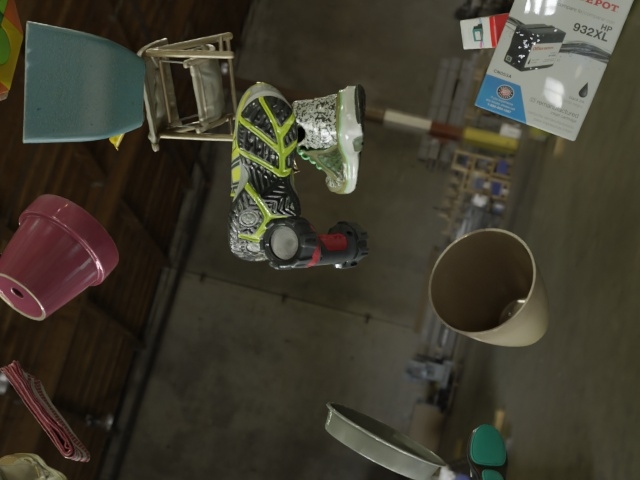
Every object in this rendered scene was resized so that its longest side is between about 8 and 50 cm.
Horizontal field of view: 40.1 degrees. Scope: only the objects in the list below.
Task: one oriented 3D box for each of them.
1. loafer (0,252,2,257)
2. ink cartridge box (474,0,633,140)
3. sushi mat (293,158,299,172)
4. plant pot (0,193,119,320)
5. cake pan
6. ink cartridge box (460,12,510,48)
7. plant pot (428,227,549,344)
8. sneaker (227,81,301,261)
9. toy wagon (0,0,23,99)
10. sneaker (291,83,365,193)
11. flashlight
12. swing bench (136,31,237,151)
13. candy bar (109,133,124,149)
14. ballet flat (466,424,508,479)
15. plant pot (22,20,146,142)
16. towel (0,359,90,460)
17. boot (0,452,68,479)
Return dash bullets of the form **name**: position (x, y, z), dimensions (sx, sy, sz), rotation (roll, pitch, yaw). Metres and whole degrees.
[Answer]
- **loafer**: position (-0.655, 0.002, 1.657), dimensions (0.148, 0.050, 0.056), rotation (55, -170, -39)
- **ink cartridge box**: position (0.480, -0.389, 1.820), dimensions (0.129, 0.223, 0.307), rotation (-35, -34, -74)
- **sushi mat**: position (-0.143, -0.216, 2.271), dimensions (0.316, 0.152, 0.019), rotation (-107, -4, -63)
- **plant pot**: position (-0.517, 0.044, 1.666), dimensions (0.180, 0.201, 0.201), rotation (-56, -17, -34)
- **cake pan**: position (0.134, 0.446, 1.935), dimensions (0.054, 0.293, 0.293), rotation (-64, -7, -3)
- **ink cartridge box**: position (0.460, -0.524, 2.178), dimensions (0.231, 0.134, 0.077), rotation (-150, 49, -69)
- **plant pot**: position (0.427, 0.145, 2.059), dimensions (0.274, 0.257, 0.256), rotation (39, -120, -48)
- **sneaker**: position (-0.107, -0.129, 1.727), dimensions (0.147, 0.145, 0.384), rotation (-100, 17, -55)
- **toy wagon**: position (-0.524, -0.322, 1.158), dimensions (0.344, 0.068, 0.267), rotation (55, -145, -59)
- **sneaker**: position (0.003, -0.229, 1.974), dimensions (0.410, 0.182, 0.158), rotation (94, 180, -69)
- **flashlight**: position (0.000, 0.000, 1.710), dimensions (0.103, 0.103, 0.304), rotation (-44, -17, 23)
- **swing bench**: position (-0.343, -0.395, 2.321), dimensions (0.165, 0.255, 0.253), rotation (-102, 7, -57)
- **candy bar**: position (-0.516, -0.299, 2.294), dimensions (0.018, 0.040, 0.161), rotation (-22, -19, -45)
- **ballet flat**: position (0.270, 0.387, 1.429), dimensions (0.203, 0.074, 0.074), rotation (-84, 4, -62)
- **plant pot**: position (-0.517, -0.331, 1.927), dimensions (0.247, 0.252, 0.247), rotation (-159, 72, -71)
- **towel**: position (-0.589, 0.384, 1.926), dimensions (0.037, 0.237, 0.329), rotation (-36, -8, -16)
- **boot**: position (-0.580, 0.431, 1.597), dimensions (0.165, 0.213, 0.077), rotation (20, -100, -47)
